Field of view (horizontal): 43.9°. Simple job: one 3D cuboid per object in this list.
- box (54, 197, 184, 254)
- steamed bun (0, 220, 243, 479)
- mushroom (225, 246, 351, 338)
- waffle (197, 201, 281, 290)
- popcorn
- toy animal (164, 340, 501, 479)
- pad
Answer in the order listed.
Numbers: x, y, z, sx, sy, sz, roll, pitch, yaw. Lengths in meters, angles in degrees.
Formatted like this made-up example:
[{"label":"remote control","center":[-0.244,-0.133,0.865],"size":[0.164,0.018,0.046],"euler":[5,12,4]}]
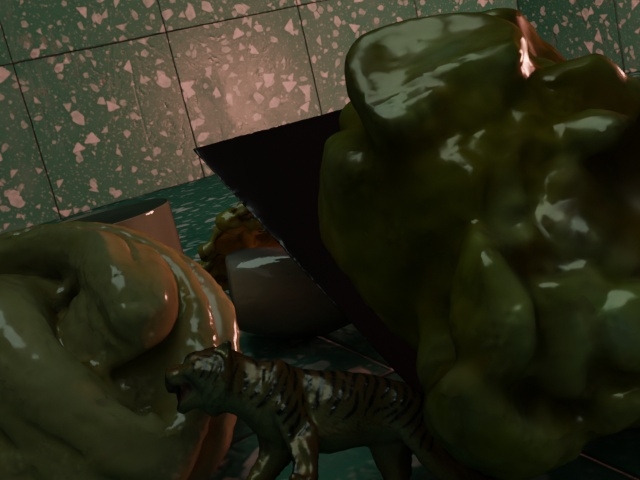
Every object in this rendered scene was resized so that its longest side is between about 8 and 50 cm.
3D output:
[{"label":"box","center":[-0.327,0.036,1.236],"size":[0.226,0.149,0.226],"euler":[-13,13,3]},{"label":"steamed bun","center":[-0.227,0.107,0.678],"size":[0.325,0.230,0.372],"euler":[-17,15,-4]},{"label":"mushroom","center":[0.041,0.038,0.929],"size":[0.329,0.122,0.159],"euler":[-12,17,3]},{"label":"waffle","center":[-0.004,-0.016,1.035],"size":[0.312,0.060,0.307],"euler":[-29,-26,7]},{"label":"popcorn","center":[0.144,-0.001,0.590],"size":[0.292,0.293,0.334],"euler":[-27,50,-13]},{"label":"toy animal","center":[0.012,0.128,0.536],"size":[0.241,0.099,0.057],"euler":[8,-33,-8]},{"label":"pad","center":[0.073,-0.008,0.801],"size":[0.248,0.007,0.367],"euler":[-23,58,-38]}]
